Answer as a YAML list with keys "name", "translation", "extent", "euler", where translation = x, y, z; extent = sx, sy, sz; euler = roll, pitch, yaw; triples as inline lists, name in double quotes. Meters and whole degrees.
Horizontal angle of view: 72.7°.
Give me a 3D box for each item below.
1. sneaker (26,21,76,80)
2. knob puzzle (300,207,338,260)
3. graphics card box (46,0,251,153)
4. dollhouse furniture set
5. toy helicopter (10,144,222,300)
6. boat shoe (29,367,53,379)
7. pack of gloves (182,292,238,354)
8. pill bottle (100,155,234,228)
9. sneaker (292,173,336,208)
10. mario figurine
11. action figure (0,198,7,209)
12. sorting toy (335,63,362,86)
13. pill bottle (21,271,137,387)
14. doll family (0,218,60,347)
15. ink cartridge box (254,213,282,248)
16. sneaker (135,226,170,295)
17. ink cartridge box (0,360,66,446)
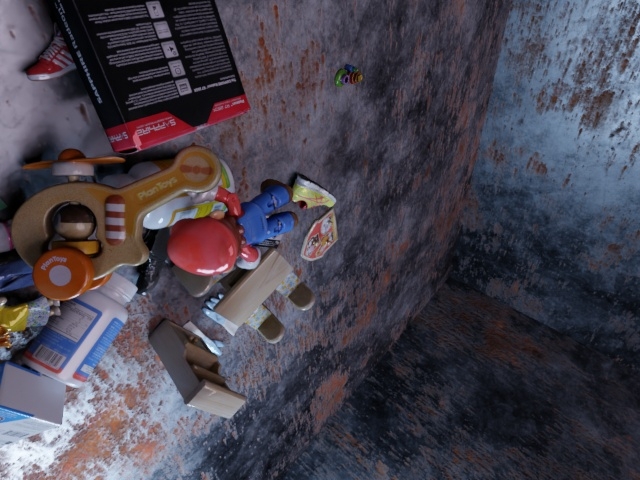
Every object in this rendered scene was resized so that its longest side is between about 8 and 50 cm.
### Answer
- name: "sneaker"
  translation: [-0.412, -0.298, 0.679]
  extent: [0.118, 0.042, 0.067]
  euler: [-48, 153, -36]
- name: "knob puzzle"
  translation: [0.000, 0.000, 1.577]
  extent: [0.213, 0.030, 0.213]
  euler: [-37, 143, -35]
- name: "graphics card box"
  translation: [-0.273, -0.345, 0.666]
  extent: [0.233, 0.094, 0.371]
  euler: [-34, 118, -37]
- name: "dollhouse furniture set"
  translation: [-0.212, 0.207, 1.132]
  extent: [0.394, 0.256, 0.362]
  euler: [-47, 141, -6]
- name: "toy helicopter"
  translation: [-0.340, -0.074, 0.736]
  extent: [0.355, 0.235, 0.140]
  euler: [-29, -174, -8]
- name: "boat shoe"
  translation: [-0.575, 0.267, 0.919]
  extent: [0.206, 0.075, 0.065]
  euler: [-37, 100, -27]
- name: "pack of gloves"
  translation: [-0.315, 0.276, 1.317]
  extent: [0.195, 0.046, 0.232]
  euler: [-52, 149, -14]
- name: "pill bottle"
  translation: [-0.313, -0.100, 0.905]
  extent: [0.246, 0.136, 0.136]
  euler: [-21, 132, -48]
- name: "sneaker"
  translation: [-0.030, -0.138, 1.378]
  extent: [0.208, 0.081, 0.094]
  euler: [22, 103, -54]
- name: "mario figurine"
  translation: [-0.194, -0.033, 0.910]
  extent: [0.170, 0.198, 0.320]
  euler: [-40, 175, 38]
- name: "action figure"
  translation: [-0.589, -0.038, 0.609]
  extent: [0.232, 0.063, 0.137]
  euler: [-45, 135, -33]
- name: "sorting toy"
  translation: [0.090, -0.486, 1.287]
  extent: [0.102, 0.042, 0.061]
  euler: [-32, 140, -39]
- name: "pill bottle"
  translation: [-0.475, 0.170, 0.884]
  extent: [0.221, 0.124, 0.124]
  euler: [-62, 153, -26]
- name: "doll family"
  translation: [-0.542, 0.091, 0.734]
  extent: [0.163, 0.118, 0.263]
  euler: [-24, 132, -50]
- name: "ink cartridge box"
  translation: [-0.183, -0.034, 1.251]
  extent: [0.207, 0.046, 0.097]
  euler: [9, 107, -58]
- name: "sneaker"
  translation: [-0.391, 0.038, 0.995]
  extent: [0.170, 0.051, 0.089]
  euler: [-59, 150, -12]
- name: "ink cartridge box"
  translation: [-0.598, 0.307, 0.775]
  extent: [0.203, 0.086, 0.148]
  euler: [-20, 144, 3]
